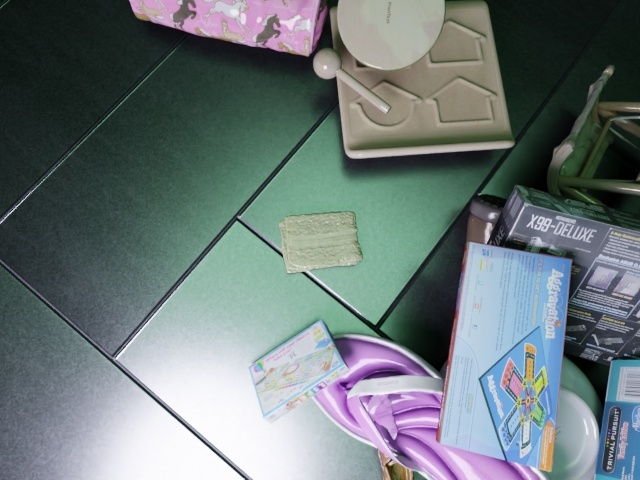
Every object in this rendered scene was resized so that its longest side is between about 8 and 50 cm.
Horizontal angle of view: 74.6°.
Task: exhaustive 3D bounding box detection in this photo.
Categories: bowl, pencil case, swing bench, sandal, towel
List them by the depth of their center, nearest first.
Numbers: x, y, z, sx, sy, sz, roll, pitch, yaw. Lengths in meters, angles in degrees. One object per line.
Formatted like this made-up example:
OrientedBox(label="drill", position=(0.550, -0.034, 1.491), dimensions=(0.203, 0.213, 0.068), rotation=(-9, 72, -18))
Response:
OrientedBox(label="sandal", position=(0.141, 0.267, 0.628), dimensions=(0.416, 0.102, 0.169), rotation=(26, 86, 27))
OrientedBox(label="bowl", position=(0.344, 0.299, 0.686), dimensions=(0.297, 0.134, 0.298), rotation=(1, 79, -3))
OrientedBox(label="swing bench", position=(0.554, -0.141, 0.730), dimensions=(0.254, 0.165, 0.253), rotation=(29, 62, 24))
OrientedBox(label="towel", position=(0.000, 0.000, 0.783), dimensions=(0.148, 0.027, 0.110), rotation=(-8, 78, -3))
OrientedBox(label="pencil case", position=(-0.169, -0.476, 0.806), dimensions=(0.385, 0.167, 0.160), rotation=(14, 46, 0))

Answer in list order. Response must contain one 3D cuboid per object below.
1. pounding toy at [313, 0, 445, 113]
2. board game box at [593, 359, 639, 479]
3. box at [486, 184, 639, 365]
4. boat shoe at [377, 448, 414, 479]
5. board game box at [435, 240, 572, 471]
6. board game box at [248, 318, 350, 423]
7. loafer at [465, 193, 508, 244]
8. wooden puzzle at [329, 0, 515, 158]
OrientedBox(label="pounding toy", position=(0.111, -0.372, 0.766), dimensions=(0.182, 0.110, 0.237), rotation=(31, 103, 0))
OrientedBox(label="board game box", position=(0.556, 0.378, 0.628), dimensions=(0.336, 0.079, 0.254), rotation=(37, 63, -14))
OrientedBox(label="box", position=(0.414, 0.068, 0.663), dimensions=(0.307, 0.076, 0.243), rotation=(15, 123, 6))
OrientedBox(label="boat shoe", position=(0.127, 0.351, 0.702), dimensions=(0.064, 0.060, 0.178), rotation=(-7, 79, -4))
OrientedBox(label="board game box", position=(0.255, 0.150, 0.582), dimensions=(0.145, 0.027, 0.282), rotation=(11, 79, 10))
OrientedBox(label="board game box", position=(-0.039, 0.213, 0.697), dimensions=(0.154, 0.026, 0.103), rotation=(-33, 42, 1))
OrientedBox(label="loafer", position=(0.427, 0.030, 0.763), dimensions=(0.365, 0.134, 0.130), rotation=(20, 114, 2))
OrientedBox(label="wooden puzzle", position=(0.190, -0.317, 0.834), dimensions=(0.321, 0.080, 0.348), rotation=(-4, 74, -4))
